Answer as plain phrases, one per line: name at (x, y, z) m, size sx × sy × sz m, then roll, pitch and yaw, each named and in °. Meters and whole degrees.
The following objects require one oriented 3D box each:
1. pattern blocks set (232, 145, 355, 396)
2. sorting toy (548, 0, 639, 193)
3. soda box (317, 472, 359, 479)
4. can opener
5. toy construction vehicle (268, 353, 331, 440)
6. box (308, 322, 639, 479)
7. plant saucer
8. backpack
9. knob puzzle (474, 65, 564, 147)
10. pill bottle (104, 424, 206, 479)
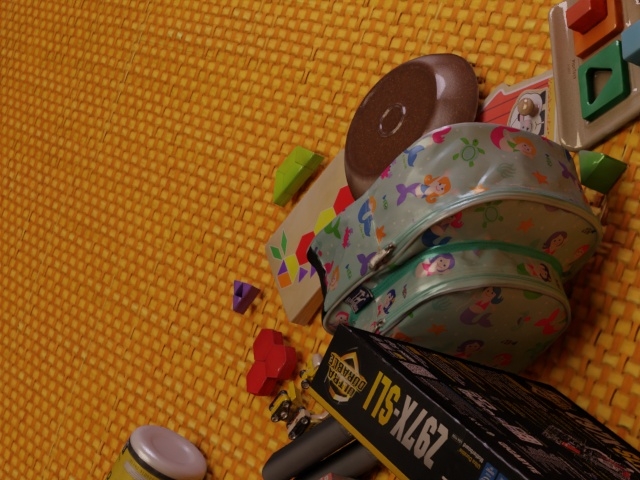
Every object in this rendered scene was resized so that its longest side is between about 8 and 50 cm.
pattern blocks set at (0.000, 0.000, 2.074) m, size 0.325 × 0.026 × 0.285 m, roll -45°, pitch 40°, yaw 34°
sorting toy at (0.291, -0.204, 1.730) m, size 0.196 × 0.047 × 0.347 m, roll -32°, pitch 48°, yaw 44°
soda box at (0.020, 0.336, 1.838) m, size 0.063 × 0.058 × 0.183 m, roll -37°, pitch 44°, yaw 41°
can opener at (0.049, 0.197, 1.876) m, size 0.280 × 0.074 × 0.093 m, roll -39°, pitch 9°, yaw 37°
toy construction vehicle at (-0.014, 0.182, 2.000) m, size 0.098 × 0.035 × 0.086 m, roll -54°, pitch 25°, yaw 20°
box at (0.171, 0.188, 1.509) m, size 0.322 × 0.257 × 0.079 m, roll 38°, pitch 105°, yaw 56°
plant saucer at (0.088, -0.124, 1.951) m, size 0.198 × 0.036 × 0.198 m, roll -33°, pitch 42°, yaw 36°
backpack at (0.135, 0.014, 1.682) m, size 0.253 × 0.225 × 0.191 m, roll -51°, pitch 40°, yaw 33°
knob puzzle at (0.177, -0.078, 1.850) m, size 0.213 × 0.030 × 0.213 m, roll -31°, pitch 49°, yaw 45°
pill bottle at (-0.221, 0.322, 2.161) m, size 0.184 × 0.103 × 0.103 m, roll -59°, pitch 34°, yaw 16°
